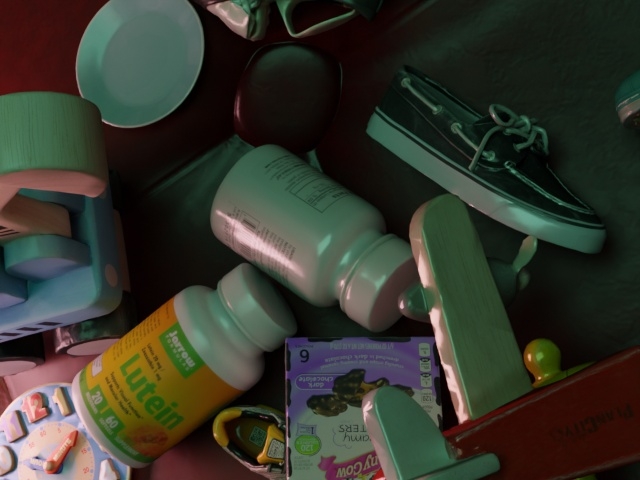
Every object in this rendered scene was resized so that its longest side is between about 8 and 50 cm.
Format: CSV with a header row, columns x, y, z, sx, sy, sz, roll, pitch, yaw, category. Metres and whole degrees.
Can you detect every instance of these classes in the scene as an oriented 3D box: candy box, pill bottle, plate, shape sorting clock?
x,y,z,sx,sy,sz,roll,pitch,yaw,category
0.045,0.204,1.420,0.165,0.070,0.196,0,65,-3,candy box
0.000,0.000,1.503,0.229,0.131,0.131,34,94,26,pill bottle
-0.226,-0.231,1.711,0.188,0.024,0.188,-5,78,22,plate
-0.322,0.276,1.642,0.206,0.040,0.206,-5,77,24,shape sorting clock
-0.151,0.138,1.539,0.246,0.136,0.136,-38,67,13,pill bottle

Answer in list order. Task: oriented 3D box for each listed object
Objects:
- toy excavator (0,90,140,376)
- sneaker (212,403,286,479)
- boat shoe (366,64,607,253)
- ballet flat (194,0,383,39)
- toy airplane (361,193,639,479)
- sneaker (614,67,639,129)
x,y,z,sx,sy,sz,roll,pitch,yaw,category
-0.345,-0.007,1.484,0.433,0.445,0.222,-15,74,21,toy excavator
-0.023,0.244,1.486,0.225,0.093,0.088,16,85,24,sneaker
0.188,-0.094,1.450,0.306,0.113,0.105,37,110,35,boat shoe
-0.056,-0.290,1.612,0.280,0.095,0.096,0,92,24,ballet flat
0.197,0.197,1.301,0.384,0.272,0.386,27,76,-5,toy airplane
0.421,-0.227,1.381,0.302,0.108,0.121,-31,68,7,sneaker
